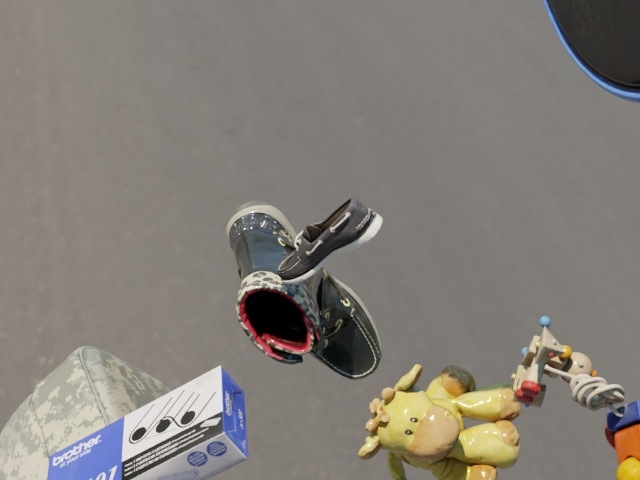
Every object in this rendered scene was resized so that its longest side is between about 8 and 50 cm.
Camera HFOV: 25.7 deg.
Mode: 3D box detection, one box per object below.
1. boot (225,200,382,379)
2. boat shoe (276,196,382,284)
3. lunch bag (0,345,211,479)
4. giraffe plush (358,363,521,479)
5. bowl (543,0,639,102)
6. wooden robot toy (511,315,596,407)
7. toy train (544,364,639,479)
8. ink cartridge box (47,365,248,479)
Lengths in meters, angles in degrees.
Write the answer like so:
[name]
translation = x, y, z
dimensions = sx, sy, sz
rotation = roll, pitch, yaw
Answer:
[boot]
translation = -0.014, 0.086, 1.410
dimensions = 0.236, 0.085, 0.178
rotation = 52, 13, -23
[boat shoe]
translation = 0.000, 0.000, 1.259
dimensions = 0.038, 0.125, 0.046
rotation = 43, 44, -19
[lunch bag]
translation = -0.296, 0.325, 1.802
dimensions = 0.212, 0.256, 0.305
rotation = 37, 15, -42
[giraffe plush]
translation = 0.137, 0.236, 1.800
dimensions = 0.210, 0.181, 0.170
rotation = -2, -17, 26
[bowl]
translation = 0.286, -0.300, 1.159
dimensions = 0.077, 0.391, 0.391
rotation = -6, 37, -20
[wooden robot toy]
translation = 0.254, 0.146, 1.508
dimensions = 0.079, 0.173, 0.076
rotation = 16, 65, 3
[toy train]
translation = 0.322, 0.232, 1.421
dimensions = 0.248, 0.105, 0.143
rotation = 20, 63, -15
[ink cartridge box]
translation = -0.169, 0.208, 1.344
dimensions = 0.046, 0.207, 0.097
rotation = 52, 16, -32
